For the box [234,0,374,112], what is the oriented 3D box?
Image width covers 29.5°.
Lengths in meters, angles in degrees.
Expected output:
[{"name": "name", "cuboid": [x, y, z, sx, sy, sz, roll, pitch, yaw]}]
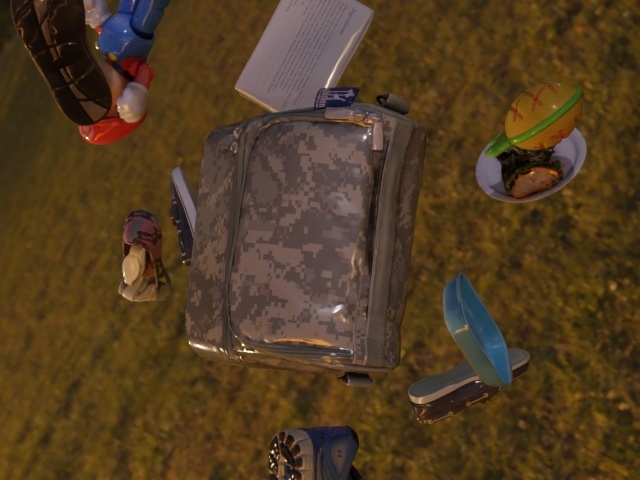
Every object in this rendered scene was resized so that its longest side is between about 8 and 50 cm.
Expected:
[{"name": "box", "cuboid": [-0.022, -0.252, 1.654, 0.181, 0.119, 0.181, -61, 3, 3]}]

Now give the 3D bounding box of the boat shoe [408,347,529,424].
[{"name": "boat shoe", "cuboid": [0.264, 0.254, 2.125, 0.228, 0.068, 0.081, -19, 21, -11]}]

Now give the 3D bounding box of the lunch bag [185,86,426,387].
[{"name": "lunch bag", "cuboid": [0.000, 0.000, 1.338, 0.256, 0.213, 0.305, -1, 80, 55]}]

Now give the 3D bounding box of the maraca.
[{"name": "maraca", "cuboid": [0.343, -0.191, 1.961, 0.186, 0.099, 0.127, -32, 9, 34]}]

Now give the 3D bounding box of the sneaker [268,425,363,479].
[{"name": "sneaker", "cuboid": [-0.003, 0.406, 1.833, 0.129, 0.147, 0.330, 55, 145, 41]}]

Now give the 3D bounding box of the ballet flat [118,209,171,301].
[{"name": "ballet flat", "cuboid": [-0.273, 0.043, 1.841, 0.221, 0.077, 0.079, 96, -163, -55]}]

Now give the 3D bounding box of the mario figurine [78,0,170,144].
[{"name": "mario figurine", "cuboid": [-0.346, -0.311, 2.010, 0.198, 0.170, 0.320, -101, 29, -71]}]

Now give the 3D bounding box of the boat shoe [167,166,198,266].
[{"name": "boat shoe", "cuboid": [-0.170, -0.031, 1.518, 0.040, 0.049, 0.142, -25, 58, 6]}]

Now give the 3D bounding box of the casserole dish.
[{"name": "casserole dish", "cuboid": [0.218, 0.130, 1.709, 0.037, 0.188, 0.114, -23, 34, 20]}]

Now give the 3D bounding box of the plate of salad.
[{"name": "plate of salad", "cuboid": [0.366, -0.148, 2.135, 0.200, 0.048, 0.199, -17, 44, 17]}]

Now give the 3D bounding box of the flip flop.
[{"name": "flip flop", "cuboid": [-0.403, -0.311, 1.901, 0.112, 0.277, 0.080, -22, 32, -4]}]
